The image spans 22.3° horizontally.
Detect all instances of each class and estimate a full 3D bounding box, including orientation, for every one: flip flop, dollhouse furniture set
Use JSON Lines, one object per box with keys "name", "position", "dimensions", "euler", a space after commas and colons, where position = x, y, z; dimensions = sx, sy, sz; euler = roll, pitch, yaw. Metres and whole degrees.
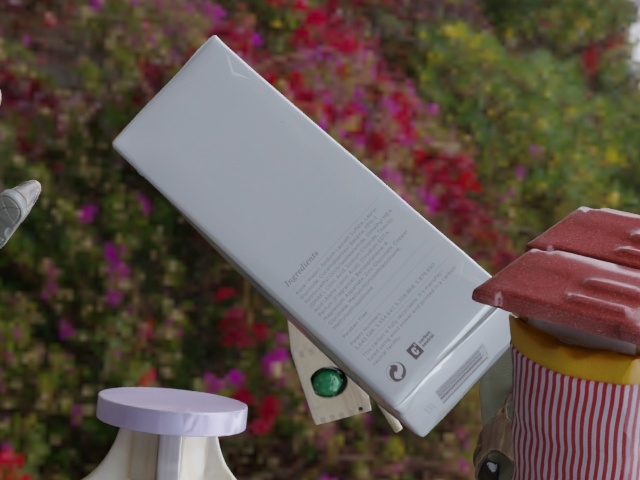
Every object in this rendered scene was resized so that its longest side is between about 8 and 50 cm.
{"name": "flip flop", "position": [0.201, 0.243, 1.690], "dimensions": [0.112, 0.080, 0.277], "euler": [6, -89, 30]}
{"name": "dollhouse furniture set", "position": [0.288, 0.122, 0.995], "dimensions": [0.374, 0.152, 0.201], "euler": [13, -60, 32]}

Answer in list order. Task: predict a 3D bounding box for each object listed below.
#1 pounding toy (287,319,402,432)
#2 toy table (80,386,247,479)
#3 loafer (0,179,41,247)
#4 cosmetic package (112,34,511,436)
{"name": "pounding toy", "position": [0.027, 0.151, 1.931], "dimensions": [0.141, 0.100, 0.130], "euler": [-99, 173, -61]}
{"name": "toy table", "position": [-0.182, 0.262, 1.889], "dimensions": [0.274, 0.252, 0.160], "euler": [1, 94, -86]}
{"name": "loafer", "position": [-0.313, -0.024, 1.604], "dimensions": [0.045, 0.039, 0.125], "euler": [51, -39, -7]}
{"name": "cosmetic package", "position": [0.000, 0.000, 1.575], "dimensions": [0.385, 0.156, 0.217], "euler": [44, -3, 16]}
